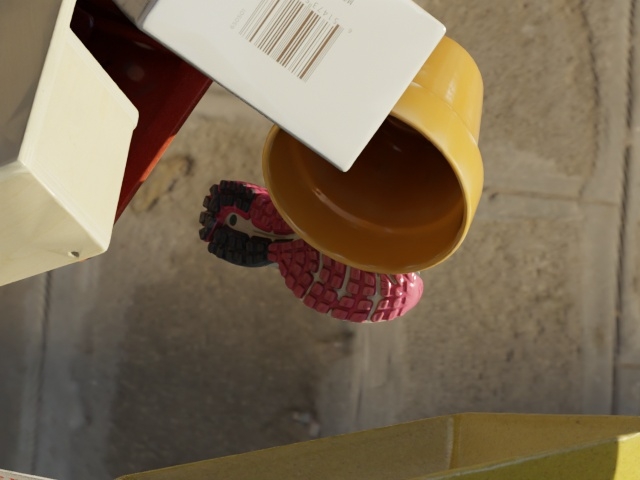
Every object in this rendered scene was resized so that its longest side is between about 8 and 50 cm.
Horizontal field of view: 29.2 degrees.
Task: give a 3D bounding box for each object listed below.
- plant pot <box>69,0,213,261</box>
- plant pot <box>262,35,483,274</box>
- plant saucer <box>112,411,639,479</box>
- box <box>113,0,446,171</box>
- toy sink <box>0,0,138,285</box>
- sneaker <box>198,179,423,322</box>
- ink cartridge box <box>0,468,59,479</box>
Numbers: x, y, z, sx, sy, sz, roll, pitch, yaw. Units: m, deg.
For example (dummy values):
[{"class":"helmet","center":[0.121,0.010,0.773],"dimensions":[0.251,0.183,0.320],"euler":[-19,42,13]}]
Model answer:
[{"class":"plant pot","center":[-0.321,-0.183,1.338],"dimensions":[0.267,0.236,0.267],"euler":[31,98,-37]},{"class":"plant pot","center":[0.073,-0.104,1.197],"dimensions":[0.205,0.205,0.188],"euler":[41,46,-11]},{"class":"plant saucer","center":[0.048,0.191,0.894],"dimensions":[0.332,0.333,0.081],"euler":[-7,86,-24]},{"class":"box","center":[-0.031,-0.124,0.664],"dimensions":[0.130,0.170,0.091],"euler":[33,96,-21]},{"class":"toy sink","center":[-0.257,-0.091,1.065],"dimensions":[0.131,0.152,0.234],"euler":[52,29,-42]},{"class":"sneaker","center":[0.000,0.000,1.374],"dimensions":[0.112,0.299,0.121],"euler":[3,108,-48]},{"class":"ink cartridge box","center":[-0.330,0.319,1.208],"dimensions":[0.198,0.273,0.115],"euler":[14,95,-10]}]
